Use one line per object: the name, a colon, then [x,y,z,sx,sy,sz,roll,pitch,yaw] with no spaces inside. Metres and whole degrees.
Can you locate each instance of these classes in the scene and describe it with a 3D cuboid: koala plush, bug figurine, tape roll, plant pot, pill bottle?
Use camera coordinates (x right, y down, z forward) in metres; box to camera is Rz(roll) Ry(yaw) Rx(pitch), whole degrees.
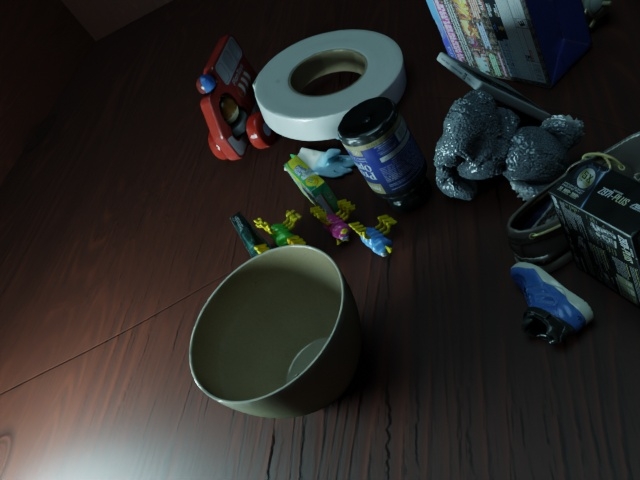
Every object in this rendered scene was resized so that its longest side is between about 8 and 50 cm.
koala plush: [0.334,-0.157,1.111,0.221,0.203,0.196,26,84,22]
bug figurine: [0.000,0.000,1.228,0.279,0.072,0.216,-13,29,-18]
tape roll: [0.023,-0.404,1.604,0.392,0.072,0.392,-10,47,11]
plant pot: [-0.044,0.175,1.037,0.284,0.191,0.284,-20,44,21]
pill bottle: [0.134,-0.159,1.221,0.123,0.219,0.122,-22,40,19]

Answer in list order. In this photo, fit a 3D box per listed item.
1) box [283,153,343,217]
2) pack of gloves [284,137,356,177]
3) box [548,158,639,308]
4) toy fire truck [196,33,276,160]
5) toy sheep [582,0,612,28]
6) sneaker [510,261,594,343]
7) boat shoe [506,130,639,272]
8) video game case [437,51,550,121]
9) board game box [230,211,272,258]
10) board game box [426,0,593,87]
box: [-0.019,-0.120,1.394,0.043,0.105,0.179,-37,37,-1]
pack of gloves: [0.033,-0.241,1.526,0.232,0.046,0.195,15,62,45]
box: [0.417,-0.005,0.874,0.077,0.180,0.147,-39,38,-2]
toy fire truck: [-0.238,-0.379,1.707,0.169,0.254,0.302,-10,45,31]
toy sheep: [0.571,-0.502,1.343,0.091,0.091,0.132,-42,33,-5]
sneaker: [0.322,0.095,0.944,0.085,0.058,0.152,-35,44,-10]
boat shoe: [0.435,-0.080,1.004,0.324,0.096,0.116,-38,38,-1]
video game case: [0.342,-0.305,1.250,0.022,0.191,0.173,-61,31,24]
board game box: [-0.119,0.029,1.302,0.026,0.126,0.186,-38,37,2]
board game box: [0.392,-0.480,1.339,0.141,0.232,0.291,-44,39,-10]
